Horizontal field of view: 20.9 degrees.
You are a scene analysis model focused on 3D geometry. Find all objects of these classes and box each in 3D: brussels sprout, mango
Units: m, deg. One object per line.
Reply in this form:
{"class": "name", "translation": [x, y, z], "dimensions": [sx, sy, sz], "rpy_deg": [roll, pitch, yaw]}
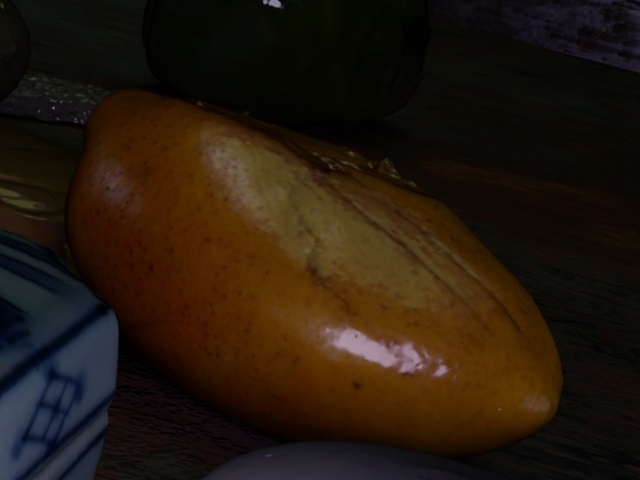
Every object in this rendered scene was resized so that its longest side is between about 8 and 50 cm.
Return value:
{"class": "brussels sprout", "translation": [-0.017, -0.270, 2.022], "dimensions": [0.371, 0.315, 0.276], "rpy_deg": [6, 39, -46]}
{"class": "mango", "translation": [-0.006, 0.033, 1.102], "dimensions": [0.350, 0.199, 0.201], "rpy_deg": [32, -17, 24]}

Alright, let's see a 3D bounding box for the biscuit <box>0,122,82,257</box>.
{"class": "biscuit", "translation": [-0.324, -0.059, 1.377], "dimensions": [0.351, 0.057, 0.312], "rpy_deg": [2, 18, -39]}

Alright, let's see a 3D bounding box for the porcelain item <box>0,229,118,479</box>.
{"class": "porcelain item", "translation": [-0.250, 0.069, 0.764], "dimensions": [0.281, 0.157, 0.286], "rpy_deg": [18, 17, 11]}

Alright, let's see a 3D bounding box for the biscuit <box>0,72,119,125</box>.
{"class": "biscuit", "translation": [-0.268, -0.146, 1.798], "dimensions": [0.250, 0.032, 0.133], "rpy_deg": [7, 15, -20]}

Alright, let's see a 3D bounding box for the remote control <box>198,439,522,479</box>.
{"class": "remote control", "translation": [0.092, 0.169, 0.802], "dimensions": [0.332, 0.103, 0.221], "rpy_deg": [17, 9, 11]}

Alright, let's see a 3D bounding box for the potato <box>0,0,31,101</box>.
{"class": "potato", "translation": [-0.365, -0.187, 1.614], "dimensions": [0.178, 0.160, 0.235], "rpy_deg": [-25, 22, -21]}

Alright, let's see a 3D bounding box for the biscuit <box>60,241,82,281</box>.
{"class": "biscuit", "translation": [-0.079, 0.041, 1.278], "dimensions": [0.236, 0.040, 0.144], "rpy_deg": [19, 21, 29]}
